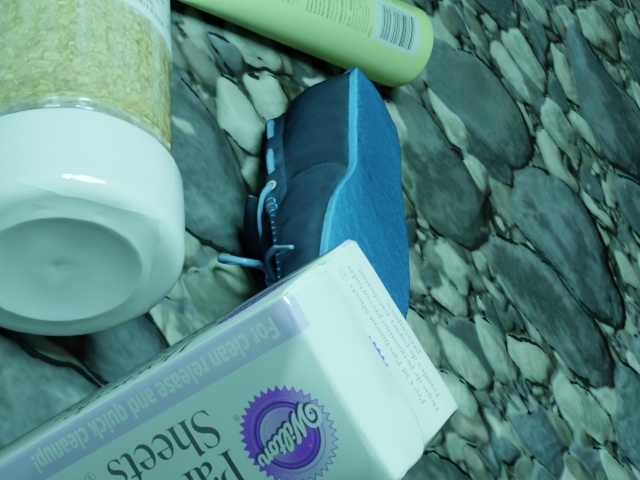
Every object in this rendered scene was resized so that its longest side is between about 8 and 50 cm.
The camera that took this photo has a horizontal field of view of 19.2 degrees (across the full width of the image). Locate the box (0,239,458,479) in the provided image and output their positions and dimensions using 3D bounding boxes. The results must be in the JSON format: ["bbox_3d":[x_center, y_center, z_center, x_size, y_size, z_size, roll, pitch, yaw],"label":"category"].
[{"bbox_3d":[-0.107,0.107,0.613,0.067,0.324,0.063,59,26,-2],"label":"box"}]

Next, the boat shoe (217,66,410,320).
[{"bbox_3d":[0.000,0.000,1.128,0.109,0.089,0.258,59,21,-25],"label":"boat shoe"}]

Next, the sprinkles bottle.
[{"bbox_3d":[-0.136,-0.123,0.997,0.121,0.121,0.355,32,38,-37],"label":"sprinkles bottle"}]

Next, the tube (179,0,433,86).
[{"bbox_3d":[-0.025,-0.166,1.280,0.240,0.062,0.070,17,4,-43],"label":"tube"}]
